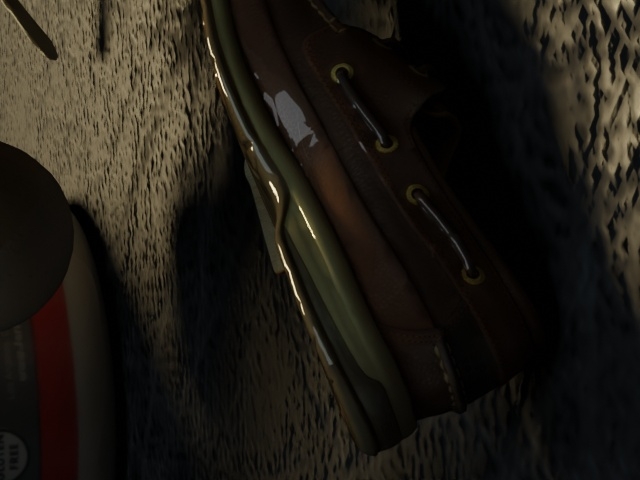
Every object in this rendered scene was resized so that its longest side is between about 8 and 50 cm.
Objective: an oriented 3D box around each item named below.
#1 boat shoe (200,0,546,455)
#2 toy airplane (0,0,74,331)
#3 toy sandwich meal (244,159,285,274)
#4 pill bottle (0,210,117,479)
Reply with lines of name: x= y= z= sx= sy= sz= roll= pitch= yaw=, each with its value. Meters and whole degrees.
boat shoe: x=0.010 y=-0.025 z=0.520 sx=0.064 sy=0.060 sz=0.178 roll=70 pitch=179 yaw=-55
toy airplane: x=-0.178 y=-0.076 z=0.752 sx=0.272 sy=0.386 sz=0.384 roll=52 pitch=168 yaw=-30
toy sandwich meal: x=0.000 y=0.000 z=0.588 sx=0.085 sy=0.029 sz=0.086 roll=176 pitch=90 yaw=-70
pill bottle: x=-0.300 y=0.088 z=0.939 sx=0.210 sy=0.363 sz=0.210 roll=176 pitch=90 yaw=-70
